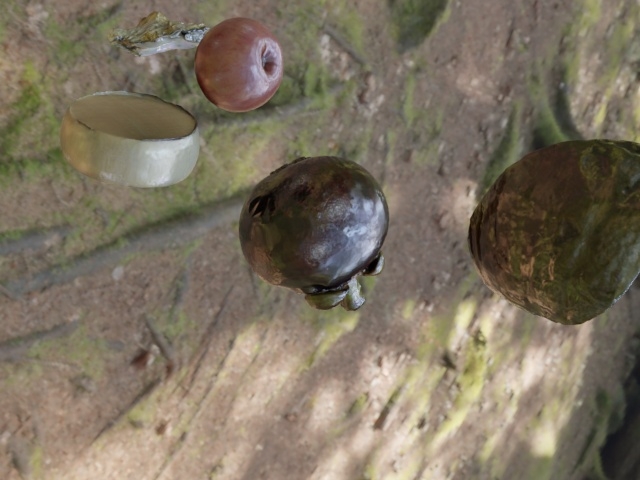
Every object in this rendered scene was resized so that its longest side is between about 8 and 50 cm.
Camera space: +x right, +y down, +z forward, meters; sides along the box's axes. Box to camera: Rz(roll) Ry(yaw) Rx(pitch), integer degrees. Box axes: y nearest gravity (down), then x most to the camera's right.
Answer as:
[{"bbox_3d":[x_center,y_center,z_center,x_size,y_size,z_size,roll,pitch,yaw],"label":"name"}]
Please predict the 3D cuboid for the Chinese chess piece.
[{"bbox_3d":[-0.343,-0.186,1.613,0.249,0.249,0.103,-20,131,-50],"label":"Chinese chess piece"}]

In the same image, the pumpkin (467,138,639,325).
[{"bbox_3d":[0.273,0.007,1.084,0.312,0.148,0.169,-54,-162,43],"label":"pumpkin"}]

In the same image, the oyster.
[{"bbox_3d":[-0.299,-0.384,1.641,0.191,0.163,0.081,-18,103,-40],"label":"oyster"}]

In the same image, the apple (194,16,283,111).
[{"bbox_3d":[-0.128,-0.287,1.449,0.153,0.120,0.153,-10,102,-54],"label":"apple"}]

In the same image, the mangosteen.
[{"bbox_3d":[-0.012,-0.014,1.701,0.297,0.297,0.293,12,73,-60],"label":"mangosteen"}]
